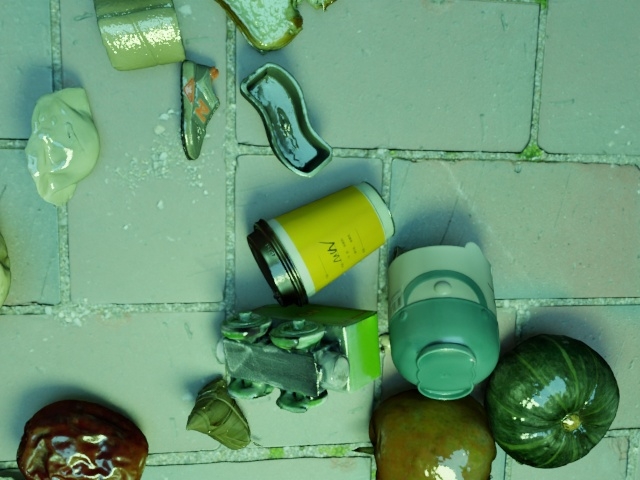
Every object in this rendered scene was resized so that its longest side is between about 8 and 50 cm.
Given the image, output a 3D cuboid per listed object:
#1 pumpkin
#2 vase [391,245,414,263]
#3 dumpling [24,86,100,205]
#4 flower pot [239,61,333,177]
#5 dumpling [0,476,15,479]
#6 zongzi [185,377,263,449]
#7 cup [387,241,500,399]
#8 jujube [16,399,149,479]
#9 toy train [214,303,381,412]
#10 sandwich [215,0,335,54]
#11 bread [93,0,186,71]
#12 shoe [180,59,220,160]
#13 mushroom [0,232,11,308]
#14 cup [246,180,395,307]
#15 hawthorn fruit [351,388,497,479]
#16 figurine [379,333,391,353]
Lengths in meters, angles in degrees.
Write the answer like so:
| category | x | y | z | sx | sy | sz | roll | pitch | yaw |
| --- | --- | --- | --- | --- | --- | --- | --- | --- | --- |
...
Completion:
| category | x | y | z | sx | sy | sz | roll | pitch | yaw |
| --- | --- | --- | --- | --- | --- | --- | --- | --- | --- |
| pumpkin | 0.499 | 0.351 | 1.356 | 0.300 | 0.207 | 0.300 | -7 | 111 | -17 |
| vase | 0.208 | 0.043 | 1.336 | 0.100 | 0.053 | 0.053 | 13 | 96 | -6 |
| dumpling | -0.490 | -0.176 | 1.143 | 0.124 | 0.151 | 0.229 | 11 | 99 | 17 |
| flower pot | -0.068 | -0.236 | 1.220 | 0.103 | 0.108 | 0.229 | -30 | 103 | -4 |
| dumpling | -0.679 | 0.572 | 1.252 | 0.247 | 0.142 | 0.173 | -12 | 136 | -14 |
| zongzi | -0.205 | 0.404 | 1.262 | 0.081 | 0.178 | 0.189 | -25 | 103 | 13 |
| cup | 0.248 | 0.178 | 1.256 | 0.219 | 0.258 | 0.290 | -1 | 139 | 8 |
| jujube | -0.475 | 0.420 | 1.231 | 0.243 | 0.183 | 0.183 | 23 | 95 | -19 |
| toy train | -0.047 | 0.212 | 1.202 | 0.248 | 0.307 | 0.174 | -16 | 104 | -52 |
| sandwich | -0.085 | -0.524 | 1.178 | 0.273 | 0.095 | 0.249 | -42 | 102 | 0 |
| bread | -0.332 | -0.391 | 1.133 | 0.141 | 0.148 | 0.134 | -13 | 138 | -9 |
| shoe | -0.237 | -0.255 | 1.210 | 0.077 | 0.074 | 0.195 | -1 | 97 | -14 |
| mushroom | -0.748 | 0.063 | 1.074 | 0.356 | 0.315 | 0.315 | -9 | 103 | -47 |
| cup | 0.000 | 0.000 | 1.235 | 0.279 | 0.196 | 0.196 | -30 | 102 | -11 |
| hawthorn fruit | 0.216 | 0.441 | 1.301 | 0.300 | 0.268 | 0.268 | 6 | 98 | 5 |
| figurine | 0.169 | 0.230 | 1.360 | 0.083 | 0.050 | 0.047 | -18 | 107 | -6 |
